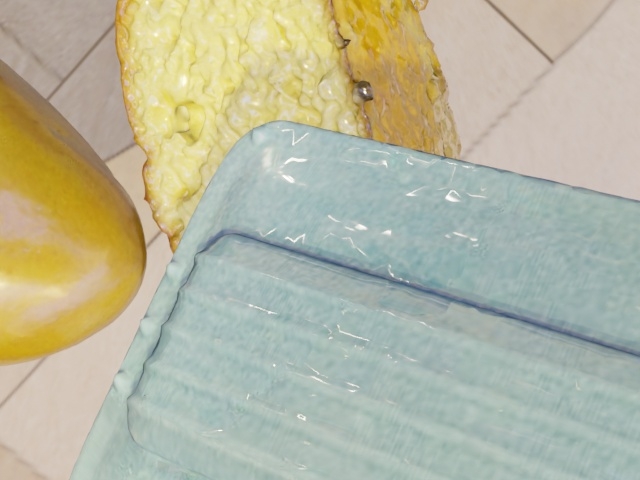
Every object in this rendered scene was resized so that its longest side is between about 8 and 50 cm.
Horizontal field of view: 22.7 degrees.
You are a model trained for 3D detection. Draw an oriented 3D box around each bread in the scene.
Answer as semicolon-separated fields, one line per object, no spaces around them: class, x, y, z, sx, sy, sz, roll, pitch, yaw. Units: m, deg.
bread;-0.004;-0.064;1.066;0.194;0.179;0.340;-16;87;32

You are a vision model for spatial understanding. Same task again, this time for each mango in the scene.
mango;-0.372;-0.047;1.536;0.446;0.232;0.300;32;63;9

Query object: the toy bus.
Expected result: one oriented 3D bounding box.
toy bus;0.100;0.088;0.433;0.190;0.312;0.152;36;76;-47
